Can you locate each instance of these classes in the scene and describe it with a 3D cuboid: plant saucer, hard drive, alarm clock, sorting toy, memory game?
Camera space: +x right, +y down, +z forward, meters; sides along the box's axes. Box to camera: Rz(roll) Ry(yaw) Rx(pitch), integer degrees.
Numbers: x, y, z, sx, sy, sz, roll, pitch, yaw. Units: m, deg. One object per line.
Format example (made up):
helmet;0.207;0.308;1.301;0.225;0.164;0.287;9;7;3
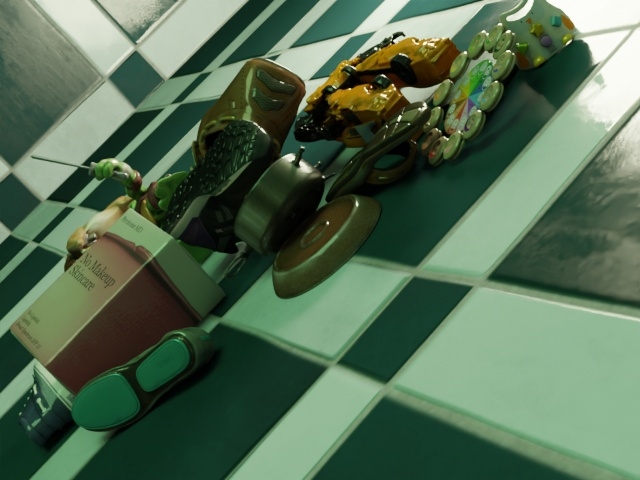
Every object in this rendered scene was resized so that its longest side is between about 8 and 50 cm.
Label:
plant saucer;0.000;0.000;1.456;0.168;0.029;0.168;-37;19;16
hard drive;0.209;-0.210;1.502;0.094;0.022;0.135;-17;31;54
alarm clock;-0.060;-0.026;1.531;0.192;0.064;0.129;-52;-14;3
sorting toy;0.251;-0.251;1.424;0.083;0.075;0.045;-40;18;10
memory game;0.170;-0.171;1.414;0.186;0.012;0.186;-53;21;31

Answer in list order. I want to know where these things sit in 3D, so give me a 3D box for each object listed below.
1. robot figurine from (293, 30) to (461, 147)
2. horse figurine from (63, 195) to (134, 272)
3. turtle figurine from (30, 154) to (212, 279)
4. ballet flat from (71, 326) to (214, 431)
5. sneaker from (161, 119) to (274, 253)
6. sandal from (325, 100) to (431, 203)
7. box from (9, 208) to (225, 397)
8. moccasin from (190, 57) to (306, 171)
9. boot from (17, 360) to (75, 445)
robot figurine;0.075;-0.199;1.660;0.211;0.085;0.291;-47;19;-14
horse figurine;-0.409;-0.017;2.304;0.263;0.066;0.174;-49;24;-25
turtle figurine;-0.295;-0.022;1.872;0.266;0.274;0.198;-1;78;58
ballet flat;-0.213;0.172;1.477;0.213;0.072;0.068;-33;-7;26
sneaker;-0.105;-0.066;1.618;0.283;0.124;0.107;-37;35;56
sandal;0.078;-0.096;1.476;0.219;0.060;0.090;-45;7;47
box;-0.268;0.094;1.595;0.232;0.127;0.148;-47;35;-11
moccasin;-0.116;-0.125;1.758;0.147;0.139;0.380;-67;13;-21
boot;-0.395;0.226;1.701;0.086;0.069;0.190;-44;19;-12
